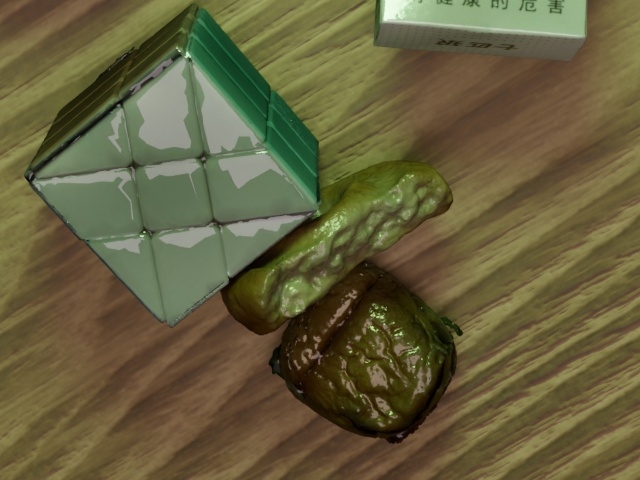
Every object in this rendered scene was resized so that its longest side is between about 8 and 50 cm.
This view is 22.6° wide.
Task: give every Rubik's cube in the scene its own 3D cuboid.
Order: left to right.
[{"bbox_3d":[-0.151,-0.087,1.722,0.221,0.224,0.231,-38,105,12],"label":"Rubik's cube"}]

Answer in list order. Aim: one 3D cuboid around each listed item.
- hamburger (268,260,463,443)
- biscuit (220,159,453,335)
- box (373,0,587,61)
[{"bbox_3d":[0.058,0.136,1.849,0.206,0.130,0.183,34,102,-8],"label":"hamburger"},{"bbox_3d":[-0.001,-0.001,1.751,0.274,0.213,0.091,-39,104,-23],"label":"biscuit"},{"bbox_3d":[0.170,-0.359,1.639,0.210,0.095,0.330,4,82,-2],"label":"box"}]
